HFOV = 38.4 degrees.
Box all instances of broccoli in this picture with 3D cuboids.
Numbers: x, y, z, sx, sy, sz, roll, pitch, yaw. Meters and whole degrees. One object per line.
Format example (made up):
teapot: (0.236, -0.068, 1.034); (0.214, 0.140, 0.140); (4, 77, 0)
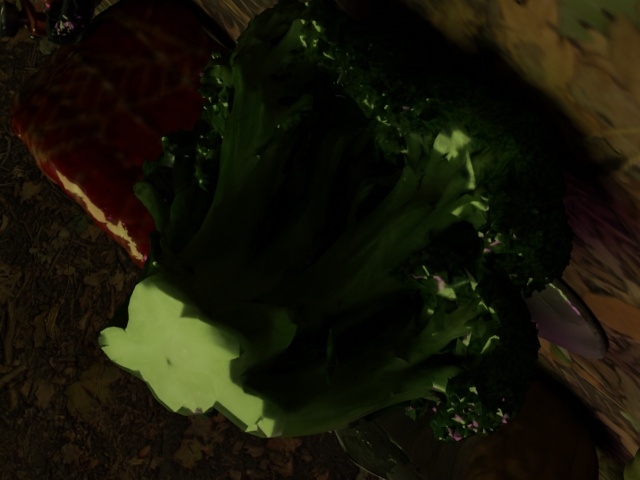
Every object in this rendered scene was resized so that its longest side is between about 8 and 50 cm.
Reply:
broccoli: (0.000, 0.000, 0.538); (0.294, 0.245, 0.265); (10, 128, 33)

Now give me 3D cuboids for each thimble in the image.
thimble: (-0.165, -0.094, 1.046); (0.350, 0.230, 0.350); (44, 172, 8)

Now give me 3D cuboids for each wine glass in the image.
wine glass: (0.101, 0.107, 0.687); (0.165, 0.196, 0.165); (46, 176, 4)

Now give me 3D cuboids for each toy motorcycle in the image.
toy motorcycle: (-0.284, -0.290, 0.978); (0.089, 0.171, 0.298); (11, -172, -27)

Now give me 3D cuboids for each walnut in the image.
walnut: (0.176, 0.239, 0.939); (0.213, 0.213, 0.213); (46, 173, 7)

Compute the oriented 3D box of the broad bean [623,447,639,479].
broad bean: (0.282, 0.194, 0.749); (0.063, 0.045, 0.083); (57, 167, 9)
